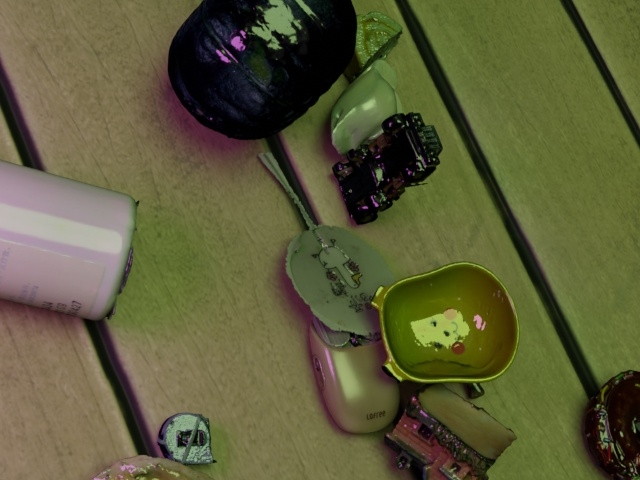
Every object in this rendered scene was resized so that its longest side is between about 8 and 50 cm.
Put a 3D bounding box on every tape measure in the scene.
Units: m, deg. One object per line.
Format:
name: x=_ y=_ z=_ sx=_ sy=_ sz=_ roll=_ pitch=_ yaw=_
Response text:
tape measure: x=-0.221 y=0.328 z=1.776 sx=0.091 sy=0.054 sz=0.094 roll=-12 pitch=83 yaw=-26

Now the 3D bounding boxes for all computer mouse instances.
computer mouse: x=0.062 y=0.223 z=1.930 sx=0.145 sy=0.082 sz=0.237 roll=-5 pitch=72 yaw=-25

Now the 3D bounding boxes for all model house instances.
model house: x=0.206 y=0.366 z=1.884 sx=0.183 sy=0.172 sz=0.166 roll=39 pitch=23 yaw=17

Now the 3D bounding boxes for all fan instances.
fan: x=0.000 y=0.000 z=2.004 sx=0.233 sy=0.012 sz=0.415 roll=-12 pitch=63 yaw=-42

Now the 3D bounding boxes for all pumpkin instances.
pumpkin: x=-0.105 y=-0.346 z=1.940 sx=0.266 sy=0.363 sz=0.363 roll=42 pitch=58 yaw=-18

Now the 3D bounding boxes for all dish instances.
dish: x=0.214 y=0.164 z=1.939 sx=0.262 sy=0.108 sz=0.221 roll=-8 pitch=70 yaw=-12

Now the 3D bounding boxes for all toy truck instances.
toy truck: x=0.136 y=-0.134 z=2.011 sx=0.127 sy=0.257 sz=0.127 roll=-11 pitch=73 yaw=-30

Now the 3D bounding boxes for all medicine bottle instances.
medicine bottle: x=-0.489 y=-0.014 z=1.708 sx=0.378 sy=0.213 sz=0.214 roll=16 pitch=63 yaw=-18

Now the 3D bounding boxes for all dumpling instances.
dumpling: x=0.092 y=-0.240 z=2.128 sx=0.229 sy=0.124 sz=0.151 roll=-50 pitch=133 yaw=-25

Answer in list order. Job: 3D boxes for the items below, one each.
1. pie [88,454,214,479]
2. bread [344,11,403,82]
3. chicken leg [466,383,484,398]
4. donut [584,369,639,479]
pie: x=-0.255 y=0.495 z=1.666 sx=0.339 sy=0.077 sz=0.339 roll=5 pitch=71 yaw=-15
bread: x=0.081 y=-0.399 z=2.190 sx=0.110 sy=0.103 sz=0.156 roll=42 pitch=57 yaw=1
chicken leg: x=0.250 y=0.215 z=2.032 sx=0.093 sy=0.070 sz=0.178 roll=-27 pitch=91 yaw=-30
donut: x=0.608 y=0.372 z=2.105 sx=0.235 sy=0.089 sz=0.235 roll=9 pitch=65 yaw=-21
